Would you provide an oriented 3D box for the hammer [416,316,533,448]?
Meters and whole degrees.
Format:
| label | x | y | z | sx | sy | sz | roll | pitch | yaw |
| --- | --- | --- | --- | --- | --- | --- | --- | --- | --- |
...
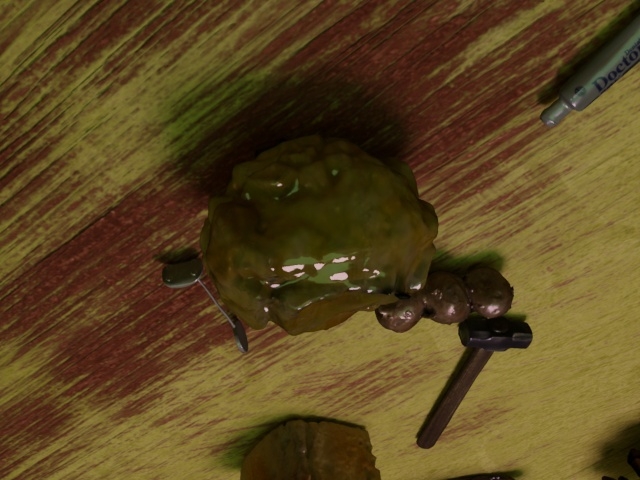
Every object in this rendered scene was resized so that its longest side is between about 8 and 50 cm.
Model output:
| label | x | y | z | sx | sy | sz | roll | pitch | yaw |
| --- | --- | --- | --- | --- | --- | --- | --- | --- | --- |
| hammer | 0.237 | 0.252 | 1.497 | 0.111 | 0.044 | 0.365 | 3 | 137 | -16 |

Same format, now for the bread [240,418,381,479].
| label | x | y | z | sx | sy | sz | roll | pitch | yaw |
| --- | --- | --- | --- | --- | --- | --- | --- | --- | --- |
| bread | -0.026 | 0.425 | 1.507 | 0.261 | 0.204 | 0.163 | -20 | 139 | 5 |

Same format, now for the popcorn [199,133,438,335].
| label | x | y | z | sx | sy | sz | roll | pitch | yaw |
| --- | --- | --- | --- | --- | --- | --- | --- | --- | --- |
| popcorn | 0.000 | 0.000 | 1.062 | 0.286 | 0.215 | 0.252 | -10 | 131 | -6 |

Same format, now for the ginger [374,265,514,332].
| label | x | y | z | sx | sy | sz | roll | pitch | yaw |
| --- | --- | --- | --- | --- | --- | --- | --- | --- | --- |
| ginger | 0.179 | 0.084 | 1.276 | 0.204 | 0.080 | 0.104 | -11 | 151 | 4 |

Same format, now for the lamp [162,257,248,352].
| label | x | y | z | sx | sy | sz | roll | pitch | yaw |
| --- | --- | --- | --- | --- | --- | --- | --- | --- | --- |
| lamp | -0.156 | 0.099 | 1.250 | 0.056 | 0.050 | 0.198 | -21 | 134 | 7 |

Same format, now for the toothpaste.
| label | x | y | z | sx | sy | sz | roll | pitch | yaw |
| --- | --- | --- | --- | --- | --- | --- | --- | --- | --- |
| toothpaste | 0.355 | -0.224 | 1.019 | 0.067 | 0.037 | 0.255 | 27 | 122 | -33 |

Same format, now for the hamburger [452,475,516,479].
| label | x | y | z | sx | sy | sz | roll | pitch | yaw |
| --- | --- | --- | --- | --- | --- | --- | --- | --- | --- |
| hamburger | 0.278 | 0.614 | 1.721 | 0.317 | 0.277 | 0.195 | -7 | 129 | 4 |

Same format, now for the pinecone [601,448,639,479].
| label | x | y | z | sx | sy | sz | roll | pitch | yaw |
| --- | --- | --- | --- | --- | --- | --- | --- | --- | --- |
| pinecone | 0.733 | 0.531 | 1.653 | 0.397 | 0.398 | 0.398 | -5 | 137 | -5 |
